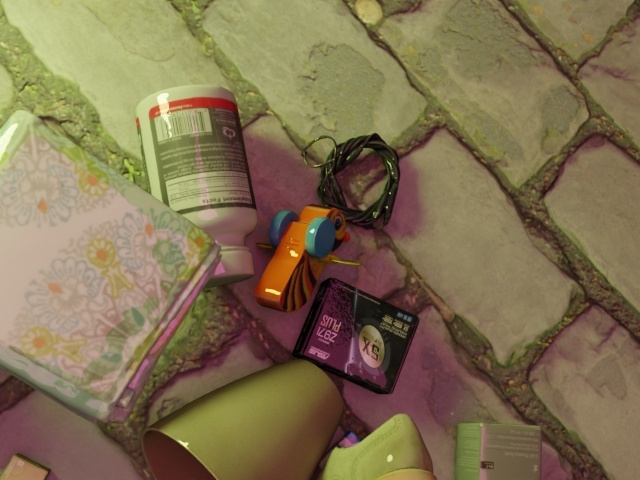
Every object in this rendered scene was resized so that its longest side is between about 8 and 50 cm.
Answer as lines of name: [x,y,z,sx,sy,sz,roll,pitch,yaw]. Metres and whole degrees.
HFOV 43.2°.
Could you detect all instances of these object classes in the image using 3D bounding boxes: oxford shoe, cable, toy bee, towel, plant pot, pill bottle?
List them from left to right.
towel: [-0.363,0.047,1.158,0.374,0.090,0.320,36,72,-16]
pill bottle: [-0.202,-0.085,1.360,0.176,0.176,0.318,-8,81,-16]
plant pot: [-0.096,0.319,1.289,0.274,0.256,0.256,-36,89,-34]
toy bee: [0.000,0.000,1.402,0.195,0.162,0.298,36,86,35]
oxford shoe: [0.042,0.410,1.259,0.141,0.397,0.146,24,41,-29]
cable: [0.075,-0.116,1.513,0.151,0.047,0.184,16,78,-6]

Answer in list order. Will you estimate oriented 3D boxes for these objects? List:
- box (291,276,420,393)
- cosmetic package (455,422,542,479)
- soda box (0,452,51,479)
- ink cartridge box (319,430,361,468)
box: [0.062,0.170,1.428,0.180,0.077,0.147,26,74,-8]
cosmetic package: [0.310,0.445,1.424,0.127,0.107,0.237,7,74,-16]
soda box: [-0.490,0.424,1.244,0.061,0.058,0.181,29,73,-7]
ink cartridge box: [0.037,0.376,1.405,0.083,0.028,0.048,-39,90,-19]
